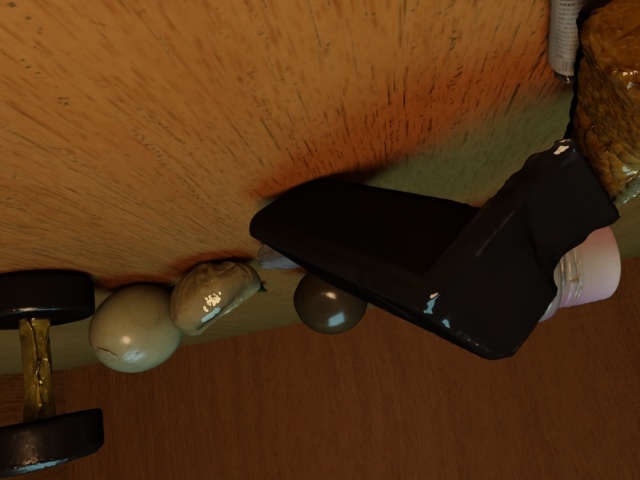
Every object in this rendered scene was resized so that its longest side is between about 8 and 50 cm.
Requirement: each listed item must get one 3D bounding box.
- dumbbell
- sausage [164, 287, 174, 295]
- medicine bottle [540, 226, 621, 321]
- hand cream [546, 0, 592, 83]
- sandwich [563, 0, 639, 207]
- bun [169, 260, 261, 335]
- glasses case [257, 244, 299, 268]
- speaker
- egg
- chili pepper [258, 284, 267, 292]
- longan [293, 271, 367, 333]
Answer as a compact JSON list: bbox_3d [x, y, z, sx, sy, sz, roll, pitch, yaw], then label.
[{"bbox_3d":[-0.507,0.230,0.844,0.203,0.323,0.204,-10,166,-2],"label":"dumbbell"},{"bbox_3d":[-0.357,0.131,1.160,0.253,0.034,0.034,-16,165,18],"label":"sausage"},{"bbox_3d":[0.422,0.052,0.988,0.301,0.242,0.241,-11,166,1],"label":"medicine bottle"},{"bbox_3d":[0.195,-0.181,0.346,0.067,0.042,0.194,-7,163,20],"label":"hand cream"},{"bbox_3d":[0.329,-0.149,0.375,0.248,0.095,0.273,-32,159,16],"label":"sandwich"},{"bbox_3d":[-0.232,0.104,0.987,0.222,0.128,0.222,-39,176,-3],"label":"bun"},{"bbox_3d":[0.000,0.000,0.841,0.282,0.067,0.109,-24,158,38],"label":"glasses case"},{"bbox_3d":[0.100,-0.010,0.563,0.180,0.184,0.388,35,170,-37],"label":"speaker"},{"bbox_3d":[-0.399,0.191,1.038,0.186,0.187,0.253,-12,-176,7],"label":"egg"},{"bbox_3d":[-0.178,0.131,1.295,0.055,0.035,0.118,-3,179,22],"label":"chili pepper"},{"bbox_3d":[0.029,0.150,1.206,0.197,0.198,0.212,-8,168,-10],"label":"longan"}]
